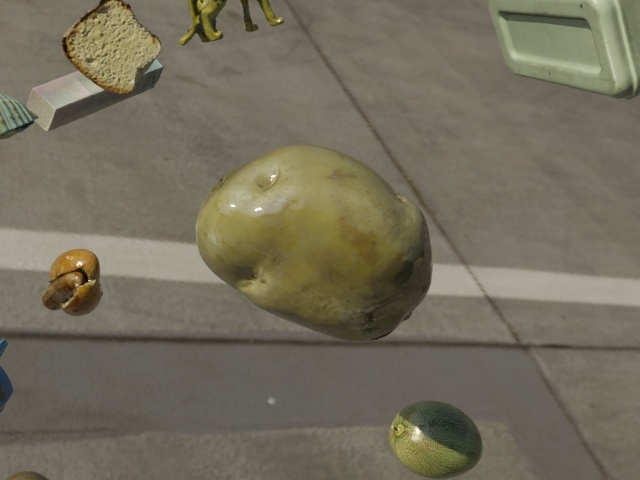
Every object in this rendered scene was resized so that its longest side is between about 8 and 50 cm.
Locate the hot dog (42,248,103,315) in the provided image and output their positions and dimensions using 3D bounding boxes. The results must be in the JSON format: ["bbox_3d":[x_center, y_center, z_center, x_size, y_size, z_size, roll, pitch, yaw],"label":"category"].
[{"bbox_3d":[-0.335,0.058,1.123,0.060,0.140,0.089,-13,92,-30],"label":"hot dog"}]

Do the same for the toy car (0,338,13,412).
[{"bbox_3d":[-0.496,0.165,1.151,0.191,0.100,0.097,53,19,-11],"label":"toy car"}]

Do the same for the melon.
[{"bbox_3d":[0.203,0.358,1.509,0.192,0.139,0.139,20,32,-25],"label":"melon"}]

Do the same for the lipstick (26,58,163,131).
[{"bbox_3d":[-0.446,-0.307,1.683,0.068,0.066,0.317,43,39,5],"label":"lipstick"}]

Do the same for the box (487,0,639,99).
[{"bbox_3d":[0.332,-0.263,0.952,0.183,0.175,0.312,-25,22,-6],"label":"box"}]

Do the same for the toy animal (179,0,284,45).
[{"bbox_3d":[-0.143,-0.361,1.208,0.181,0.136,0.073,-27,19,-39],"label":"toy animal"}]

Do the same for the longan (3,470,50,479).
[{"bbox_3d":[-0.469,0.425,1.336,0.113,0.092,0.113,32,51,-50],"label":"longan"}]

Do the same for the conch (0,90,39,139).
[{"bbox_3d":[-0.466,-0.157,1.117,0.153,0.102,0.135,-38,27,-13],"label":"conch"}]

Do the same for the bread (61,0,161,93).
[{"bbox_3d":[-0.318,-0.296,1.281,0.129,0.126,0.044,44,-5,-20],"label":"bread"}]

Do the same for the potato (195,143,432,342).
[{"bbox_3d":[0.000,0.000,1.118,0.326,0.243,0.221,22,33,-8],"label":"potato"}]
